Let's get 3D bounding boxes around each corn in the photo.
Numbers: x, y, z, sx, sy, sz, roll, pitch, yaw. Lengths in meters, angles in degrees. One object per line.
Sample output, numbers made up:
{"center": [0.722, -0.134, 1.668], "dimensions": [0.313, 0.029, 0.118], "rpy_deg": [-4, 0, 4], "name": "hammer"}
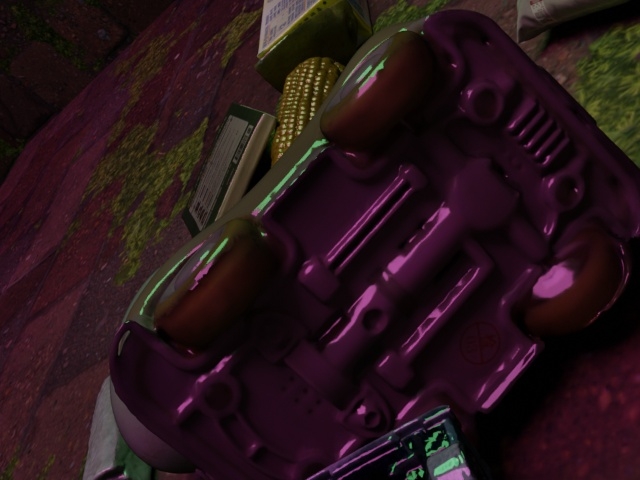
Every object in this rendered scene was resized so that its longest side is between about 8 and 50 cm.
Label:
{"center": [-0.012, -0.149, 1.021], "dimensions": [0.097, 0.097, 0.262], "rpy_deg": [-26, 38, 39], "name": "corn"}

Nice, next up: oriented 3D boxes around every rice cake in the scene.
{"center": [-0.229, 0.224, 0.907], "dimensions": [0.069, 0.063, 0.206], "rpy_deg": [-42, 28, 20], "name": "rice cake"}

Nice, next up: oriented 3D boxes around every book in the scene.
{"center": [-0.136, -0.095, 1.113], "dimensions": [0.202, 0.027, 0.264], "rpy_deg": [-67, 19, 5], "name": "book"}

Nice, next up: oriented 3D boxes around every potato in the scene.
{"center": [-0.007, -0.265, 1.119], "dimensions": [0.149, 0.081, 0.120], "rpy_deg": [-41, 1, 23], "name": "potato"}

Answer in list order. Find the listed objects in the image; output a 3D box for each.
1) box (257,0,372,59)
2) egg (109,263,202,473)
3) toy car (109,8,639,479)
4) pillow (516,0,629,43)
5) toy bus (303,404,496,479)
{"center": [-0.011, -0.373, 1.291], "dimensions": [0.168, 0.097, 0.265], "rpy_deg": [-38, 29, 23], "name": "box"}
{"center": [-0.114, 0.111, 0.762], "dimensions": [0.168, 0.168, 0.231], "rpy_deg": [-21, 43, 43], "name": "egg"}
{"center": [0.036, 0.021, 0.576], "dimensions": [0.336, 0.242, 0.226], "rpy_deg": [-50, 13, -1], "name": "toy car"}
{"center": [0.295, -0.282, 0.738], "dimensions": [0.254, 0.078, 0.144], "rpy_deg": [-11, 46, 52], "name": "pillow"}
{"center": [0.067, 0.221, 0.373], "dimensions": [0.128, 0.147, 0.256], "rpy_deg": [-32, 27, 10], "name": "toy bus"}
